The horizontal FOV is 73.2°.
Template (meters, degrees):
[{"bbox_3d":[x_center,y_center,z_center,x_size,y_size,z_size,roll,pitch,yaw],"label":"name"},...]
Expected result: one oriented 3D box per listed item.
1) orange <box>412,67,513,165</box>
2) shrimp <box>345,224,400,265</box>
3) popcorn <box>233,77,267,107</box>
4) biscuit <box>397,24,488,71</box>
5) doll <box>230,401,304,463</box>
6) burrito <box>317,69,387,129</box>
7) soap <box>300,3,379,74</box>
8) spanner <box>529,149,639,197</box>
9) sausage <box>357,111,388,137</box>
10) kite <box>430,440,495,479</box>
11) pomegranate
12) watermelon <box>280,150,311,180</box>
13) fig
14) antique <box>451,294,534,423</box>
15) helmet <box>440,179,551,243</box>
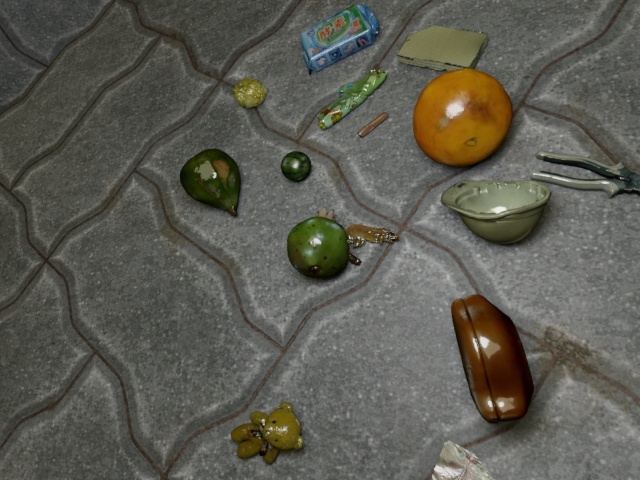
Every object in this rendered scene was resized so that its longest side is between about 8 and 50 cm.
[{"bbox_3d":[0.380,-0.328,1.166,0.261,0.261,0.261,-7,68,18],"label":"orange"},{"bbox_3d":[0.137,0.016,1.253,0.178,0.034,0.124,11,77,26],"label":"shrimp"},{"bbox_3d":[-0.265,-0.546,1.581,0.121,0.106,0.116,38,96,28],"label":"popcorn"},{"bbox_3d":[0.389,-0.616,1.389,0.252,0.052,0.150,23,76,25],"label":"biscuit"},{"bbox_3d":[-0.149,0.517,1.138,0.210,0.097,0.137,-28,68,15],"label":"doll"},{"bbox_3d":[0.094,-0.488,1.454,0.288,0.054,0.104,-37,60,6],"label":"burrito"},{"bbox_3d":[0.062,-0.725,1.540,0.293,0.077,0.156,-24,64,10],"label":"soap"},{"bbox_3d":[0.714,-0.163,1.098,0.325,0.040,0.095,19,79,27],"label":"spanner"},{"bbox_3d":[0.170,-0.376,1.395,0.116,0.026,0.026,-38,62,3],"label":"sausage"},{"bbox_3d":[0.292,0.588,0.985,0.127,0.016,0.229,30,82,31],"label":"kite"},{"bbox_3d":[-0.001,-0.001,1.243,0.187,0.187,0.225,-5,43,19],"label":"pomegranate"},{"bbox_3d":[-0.084,-0.242,1.399,0.109,0.109,0.108,-7,68,18],"label":"watermelon"},{"bbox_3d":[-0.353,-0.187,1.452,0.195,0.195,0.244,-27,98,9],"label":"fig"},{"bbox_3d":[0.379,0.259,0.960,0.129,0.223,0.278,-16,50,14],"label":"antique"},{"bbox_3d":[0.449,-0.063,1.109,0.258,0.137,0.204,9,36,40],"label":"helmet"}]
